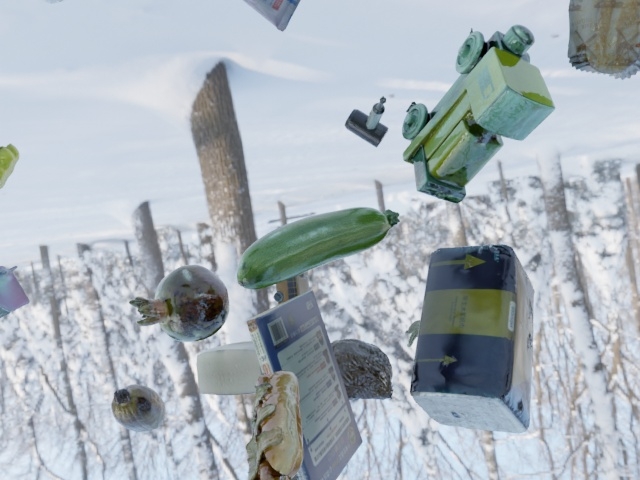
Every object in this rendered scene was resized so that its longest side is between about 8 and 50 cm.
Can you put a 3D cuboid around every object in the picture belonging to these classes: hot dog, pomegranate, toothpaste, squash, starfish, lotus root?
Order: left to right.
[{"bbox_3d":[-0.596,0.544,1.805,0.145,0.128,0.260,-22,140,-3],"label":"lotus root"},{"bbox_3d":[-0.344,0.149,1.377,0.246,0.198,0.198,23,166,-27],"label":"pomegranate"},{"bbox_3d":[-0.124,-0.430,0.895,0.234,0.089,0.057,38,-160,21],"label":"toothpaste"},{"bbox_3d":[-0.072,0.286,0.848,0.072,0.109,0.269,18,-163,-12],"label":"hot dog"},{"bbox_3d":[0.000,0.000,1.129,0.395,0.107,0.107,-19,-173,-30],"label":"squash"},{"bbox_3d":[0.342,0.264,1.756,0.224,0.050,0.216,-9,148,-43],"label":"starfish"},{"bbox_3d":[0.550,-0.440,1.042,0.163,0.270,0.082,1,-166,13],"label":"hot dog"}]

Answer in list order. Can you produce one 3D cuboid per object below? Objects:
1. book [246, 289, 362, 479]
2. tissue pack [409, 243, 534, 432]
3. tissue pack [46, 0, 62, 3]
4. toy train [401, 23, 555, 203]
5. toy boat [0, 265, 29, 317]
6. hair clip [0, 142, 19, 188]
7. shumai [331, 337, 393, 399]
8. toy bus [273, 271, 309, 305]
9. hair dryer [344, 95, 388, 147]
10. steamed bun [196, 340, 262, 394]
[{"bbox_3d":[-0.024,0.352,1.324,0.039,0.427,0.300,-18,179,25],"label":"book"},{"bbox_3d":[0.396,0.243,1.415,0.254,0.416,0.264,-6,143,30],"label":"tissue pack"},{"bbox_3d":[-0.573,-0.642,1.000,0.266,0.357,0.193,-50,-163,32],"label":"tissue pack"},{"bbox_3d":[0.318,-0.261,1.197,0.160,0.253,0.397,16,140,-21],"label":"toy train"},{"bbox_3d":[-0.432,-0.039,0.587,0.134,0.298,0.092,-22,-172,36],"label":"toy boat"},{"bbox_3d":[-0.535,-0.086,0.875,0.046,0.173,0.072,35,148,-15],"label":"hair clip"},{"bbox_3d":[0.098,0.378,1.682,0.218,0.183,0.185,7,-175,-11],"label":"shumai"},{"bbox_3d":[-0.090,0.122,1.753,0.103,0.181,0.091,-9,173,25],"label":"toy bus"},{"bbox_3d":[0.120,-0.289,1.282,0.101,0.057,0.197,31,165,0],"label":"hair dryer"},{"bbox_3d":[-0.229,0.373,1.628,0.242,0.146,0.164,-9,175,23],"label":"steamed bun"}]
